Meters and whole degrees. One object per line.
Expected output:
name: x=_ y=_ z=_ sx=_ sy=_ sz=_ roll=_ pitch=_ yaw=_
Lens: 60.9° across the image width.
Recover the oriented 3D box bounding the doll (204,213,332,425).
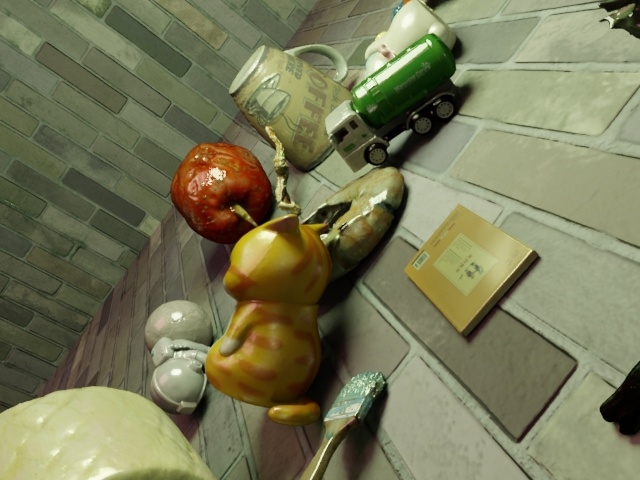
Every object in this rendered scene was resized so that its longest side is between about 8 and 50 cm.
doll: x=-0.068 y=0.103 z=0.764 sx=0.167 sy=0.162 sz=0.269 roll=15 pitch=-103 yaw=-77

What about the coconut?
coconut: x=-0.295 y=0.394 z=0.649 sx=0.415 sy=0.345 sz=0.415 roll=-23 pitch=55 yaw=37

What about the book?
book: x=0.169 y=0.027 z=0.651 sx=0.118 sy=0.012 sz=0.172 roll=-52 pitch=23 yaw=9

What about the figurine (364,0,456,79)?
figurine: x=0.140 y=-0.339 z=1.056 sx=0.235 sy=0.127 sz=0.155 roll=-46 pitch=43 yaw=27

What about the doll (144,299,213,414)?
doll: x=-0.285 y=0.235 z=1.094 sx=0.151 sy=0.151 sz=0.287 roll=-50 pitch=27 yaw=12

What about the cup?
cup: x=-0.054 y=-0.359 z=1.293 sx=0.227 sy=0.257 sz=0.301 roll=-1 pitch=56 yaw=59

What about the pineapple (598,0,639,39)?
pineapple: x=0.397 y=-0.310 z=0.538 sx=0.248 sy=0.128 sz=0.128 roll=-53 pitch=23 yaw=18

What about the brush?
brush: x=0.014 y=0.223 z=0.605 sx=0.070 sy=0.021 sz=0.196 roll=-28 pitch=17 yaw=45

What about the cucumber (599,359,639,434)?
cucumber: x=0.253 y=0.085 z=0.387 sx=0.135 sy=0.034 sz=0.033 roll=-50 pitch=29 yaw=13

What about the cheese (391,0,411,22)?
cheese: x=0.253 y=-0.596 z=1.179 sx=0.329 sy=0.129 sz=0.216 roll=-49 pitch=24 yaw=44

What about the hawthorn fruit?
hawthorn fruit: x=-0.243 y=-0.118 z=1.343 sx=0.258 sy=0.258 sz=0.262 roll=-53 pitch=6 yaw=6

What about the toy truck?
toy truck: x=0.120 y=-0.228 z=0.912 sx=0.242 sy=0.125 sz=0.101 roll=-35 pitch=29 yaw=17

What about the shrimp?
shrimp: x=0.000 y=0.000 z=0.937 sx=0.360 sy=0.085 sz=0.247 roll=-42 pitch=22 yaw=16

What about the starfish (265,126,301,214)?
starfish: x=-0.093 y=-0.154 z=1.201 sx=0.150 sy=0.053 sz=0.209 roll=135 pitch=121 yaw=-79
